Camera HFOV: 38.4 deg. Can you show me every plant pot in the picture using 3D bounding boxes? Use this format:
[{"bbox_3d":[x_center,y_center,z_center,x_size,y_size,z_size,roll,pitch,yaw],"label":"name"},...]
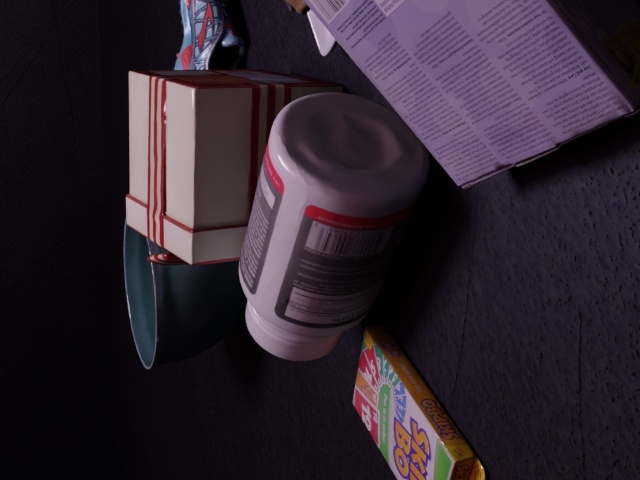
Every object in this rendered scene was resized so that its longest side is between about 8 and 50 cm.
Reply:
[{"bbox_3d":[-0.232,0.075,1.657,0.293,0.196,0.293,175,90,-69],"label":"plant pot"}]

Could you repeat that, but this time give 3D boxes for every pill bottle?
[{"bbox_3d":[0.000,0.000,1.075,0.318,0.176,0.176,109,148,-46],"label":"pill bottle"}]

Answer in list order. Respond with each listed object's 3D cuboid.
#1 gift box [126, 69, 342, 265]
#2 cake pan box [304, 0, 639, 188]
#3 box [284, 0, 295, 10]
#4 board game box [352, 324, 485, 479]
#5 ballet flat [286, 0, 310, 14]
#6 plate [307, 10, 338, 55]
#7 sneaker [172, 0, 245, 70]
[{"bbox_3d":[-0.123,-0.101,1.275,0.276,0.255,0.258,26,118,59],"label":"gift box"},{"bbox_3d":[0.111,-0.173,0.733,0.246,0.070,0.267,50,158,-5],"label":"cake pan box"},{"bbox_3d":[-0.045,-0.436,1.059,0.216,0.060,0.270,100,151,-52],"label":"box"},{"bbox_3d":[0.106,0.222,1.057,0.259,0.039,0.124,-128,38,-50],"label":"board game box"},{"bbox_3d":[0.075,-0.268,0.871,0.342,0.116,0.124,2,137,43],"label":"ballet flat"},{"bbox_3d":[0.015,-0.397,1.075,0.277,0.045,0.278,138,116,-69],"label":"plate"},{"bbox_3d":[-0.170,-0.354,1.578,0.125,0.104,0.262,8,92,36],"label":"sneaker"}]
